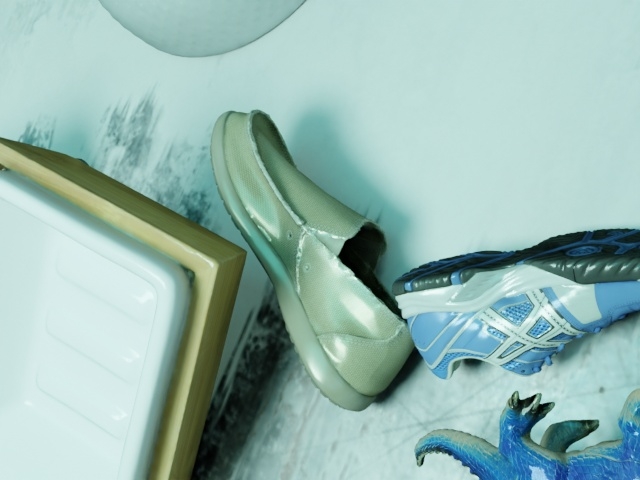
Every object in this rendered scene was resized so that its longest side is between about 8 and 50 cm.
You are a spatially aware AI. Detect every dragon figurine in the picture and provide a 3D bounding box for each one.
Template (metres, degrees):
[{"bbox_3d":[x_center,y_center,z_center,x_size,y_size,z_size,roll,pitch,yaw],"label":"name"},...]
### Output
[{"bbox_3d":[0.152,0.165,0.631,0.289,0.085,0.144,-9,62,36],"label":"dragon figurine"}]

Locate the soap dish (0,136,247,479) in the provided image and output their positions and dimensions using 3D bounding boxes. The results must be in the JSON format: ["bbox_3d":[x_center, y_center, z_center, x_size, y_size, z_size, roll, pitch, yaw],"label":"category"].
[{"bbox_3d":[-0.184,0.085,0.874,0.229,0.118,0.290,27,118,22],"label":"soap dish"}]

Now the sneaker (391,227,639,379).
[{"bbox_3d":[0.156,0.044,0.750,0.211,0.080,0.081,-10,100,30],"label":"sneaker"}]

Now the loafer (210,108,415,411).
[{"bbox_3d":[0.000,0.000,0.865,0.092,0.102,0.268,-32,69,14],"label":"loafer"}]

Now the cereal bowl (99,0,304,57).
[{"bbox_3d":[-0.118,-0.356,1.055,0.339,0.141,0.338,-13,67,34],"label":"cereal bowl"}]
